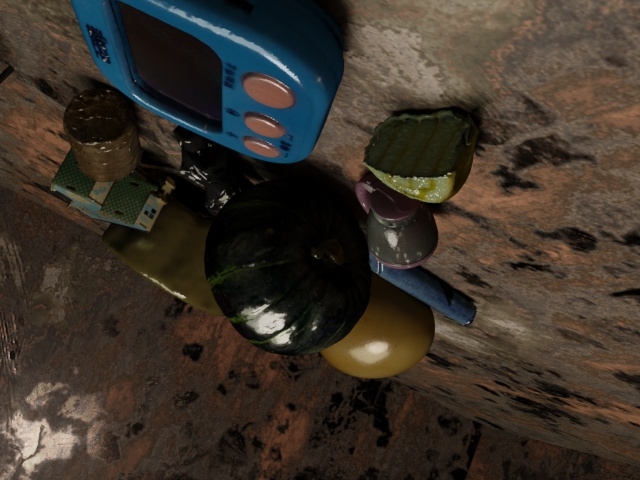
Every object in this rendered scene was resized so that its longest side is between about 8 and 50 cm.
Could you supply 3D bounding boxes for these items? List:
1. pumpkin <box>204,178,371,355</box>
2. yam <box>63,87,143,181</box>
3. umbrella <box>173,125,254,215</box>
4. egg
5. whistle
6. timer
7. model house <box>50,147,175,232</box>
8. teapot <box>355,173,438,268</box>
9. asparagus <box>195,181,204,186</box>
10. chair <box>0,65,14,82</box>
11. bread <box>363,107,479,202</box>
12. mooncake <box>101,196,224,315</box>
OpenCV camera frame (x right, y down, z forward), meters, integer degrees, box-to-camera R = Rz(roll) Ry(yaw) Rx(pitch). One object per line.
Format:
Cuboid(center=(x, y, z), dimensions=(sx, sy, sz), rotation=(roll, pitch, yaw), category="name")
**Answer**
Cuboid(center=(-0.056, 0.048, 1.298), dimensions=(0.241, 0.323, 0.323), rotation=(-20, 140, 33), category="pumpkin")
Cuboid(center=(-0.413, -0.196, 1.372), dimensions=(0.128, 0.129, 0.238), rotation=(25, 167, -5), category="yam")
Cuboid(center=(-0.199, -0.128, 1.325), dimensions=(0.110, 0.121, 0.272), rotation=(-13, 153, 8), category="umbrella")
Cuboid(center=(0.121, 0.194, 1.664), dimensions=(0.250, 0.250, 0.323), rotation=(32, 162, -29), category="egg")
Cuboid(center=(0.211, 0.094, 1.543), dimensions=(0.304, 0.062, 0.062), rotation=(32, 164, -25), category="whistle")
Cuboid(center=(-0.129, -0.220, 0.854), dimensions=(0.309, 0.115, 0.340), rotation=(24, 166, -2), category="timer")
Cuboid(center=(-0.479, -0.140, 1.582), dimensions=(0.271, 0.178, 0.206), rotation=(16, 165, 39), category="model house")
Cuboid(center=(0.123, -0.045, 1.150), dimensions=(0.116, 0.148, 0.146), rotation=(-14, 146, 4), category="teapot")
Cuboid(center=(-0.239, -0.113, 1.626), dimensions=(0.166, 0.016, 0.013), rotation=(30, 123, -20), category="asparagus")
Cuboid(center=(-0.735, -0.272, 1.389), dimensions=(0.159, 0.246, 0.172), rotation=(14, 161, 33), category="chair")
Cuboid(center=(0.142, -0.093, 0.896), dimensions=(0.156, 0.103, 0.110), rotation=(18, 161, 50), category="bread")
Cuboid(center=(-0.329, 0.014, 1.768), dimensions=(0.379, 0.200, 0.378), rotation=(33, 178, 2), category="mooncake")
